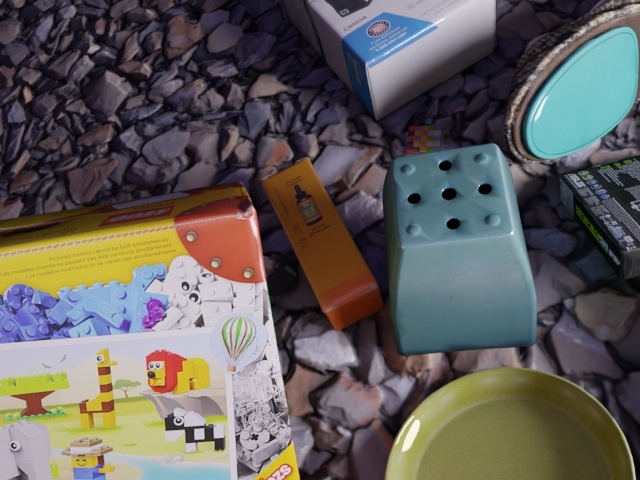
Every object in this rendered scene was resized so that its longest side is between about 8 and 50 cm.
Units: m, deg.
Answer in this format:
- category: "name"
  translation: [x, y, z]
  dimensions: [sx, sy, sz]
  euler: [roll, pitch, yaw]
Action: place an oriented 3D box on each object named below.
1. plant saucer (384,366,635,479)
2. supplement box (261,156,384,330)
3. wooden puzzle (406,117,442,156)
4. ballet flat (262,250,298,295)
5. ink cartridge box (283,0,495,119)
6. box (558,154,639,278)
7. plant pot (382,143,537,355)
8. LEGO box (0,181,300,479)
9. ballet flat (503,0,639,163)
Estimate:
- category: "plant saucer"
  translation: [0.182, 0.236, 0.571]
  dimensions: [0.241, 0.037, 0.241]
  euler: [-23, 33, 16]
- category: "supplement box"
  translation: [0.000, 0.000, 0.772]
  dimensions: [0.078, 0.080, 0.233]
  euler: [-26, 60, 0]
- category: "wooden puzzle"
  translation: [0.154, -0.150, 0.851]
  dimensions: [0.050, 0.006, 0.083]
  euler: [2, 63, 16]
- category: "ballet flat"
  translation: [-0.132, 0.043, 0.789]
  dimensions: [0.203, 0.074, 0.074]
  euler: [-2, 62, 15]
- category: "ink cartridge box"
  translation: [0.096, -0.377, 0.919]
  dimensions: [0.223, 0.129, 0.307]
  euler: [-32, 59, -2]
- category: "box"
  translation: [0.400, -0.042, 0.657]
  dimensions: [0.184, 0.045, 0.190]
  euler: [-12, 31, 6]
- category: "plant pot"
  translation: [0.149, 0.008, 0.634]
  dimensions: [0.166, 0.234, 0.165]
  euler: [-7, 60, 12]
- category: "LEGO box"
  translation: [-0.279, 0.176, 0.505]
  dimensions: [0.501, 0.193, 0.372]
  euler: [-11, 103, -8]
- category: "ballet flat"
  translation: [0.399, -0.263, 0.778]
  dimensions: [0.483, 0.164, 0.182]
  euler: [-32, 37, -10]
